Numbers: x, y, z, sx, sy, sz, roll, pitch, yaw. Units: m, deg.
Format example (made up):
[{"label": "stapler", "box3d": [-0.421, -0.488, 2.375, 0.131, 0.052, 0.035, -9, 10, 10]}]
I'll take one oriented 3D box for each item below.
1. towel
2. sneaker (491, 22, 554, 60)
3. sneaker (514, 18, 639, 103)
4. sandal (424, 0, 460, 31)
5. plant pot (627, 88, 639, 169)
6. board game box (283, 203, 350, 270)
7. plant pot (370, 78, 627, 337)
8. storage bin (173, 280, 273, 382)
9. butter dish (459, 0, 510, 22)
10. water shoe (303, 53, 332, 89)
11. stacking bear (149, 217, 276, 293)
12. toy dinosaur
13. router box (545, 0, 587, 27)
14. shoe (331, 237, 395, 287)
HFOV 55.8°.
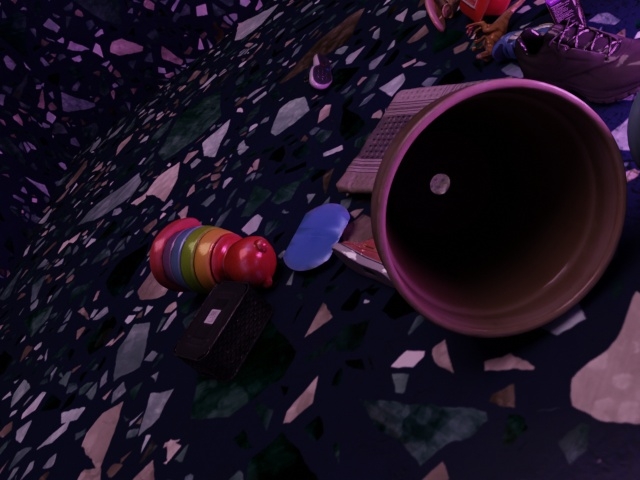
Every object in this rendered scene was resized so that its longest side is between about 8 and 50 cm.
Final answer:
[{"label": "towel", "box3d": [0.216, -0.206, 1.257, 0.324, 0.056, 0.312, 11, 62, 51]}, {"label": "sneaker", "box3d": [0.418, -0.402, 1.253, 0.144, 0.053, 0.059, -9, 46, 44]}, {"label": "sneaker", "box3d": [0.449, -0.315, 1.038, 0.109, 0.130, 0.286, -50, 33, -16]}, {"label": "sandal", "box3d": [0.334, -0.642, 1.609, 0.079, 0.088, 0.240, -31, 28, 30]}, {"label": "plant pot", "box3d": [0.481, -0.113, 0.647, 0.271, 0.272, 0.255, -36, 17, 11]}, {"label": "board game box", "box3d": [0.000, 0.000, 1.254, 0.133, 0.033, 0.169, 4, 59, 44]}, {"label": "plant pot", "box3d": [0.210, -0.065, 0.869, 0.323, 0.323, 0.280, -40, 15, 4]}, {"label": "storage bin", "box3d": [-0.192, 0.177, 1.201, 0.122, 0.084, 0.180, -1, 51, 48]}, {"label": "butter dish", "box3d": [0.421, -0.607, 1.451, 0.160, 0.118, 0.160, -105, 26, -54]}, {"label": "water shoe", "box3d": [-0.010, -0.500, 1.862, 0.080, 0.072, 0.203, -49, 19, 34]}, {"label": "stacking bear", "box3d": [-0.220, 0.043, 1.331, 0.288, 0.176, 0.164, 2, 10, 34]}, {"label": "toy dinosaur", "box3d": [0.402, -0.483, 1.381, 0.112, 0.064, 0.212, 22, 77, 37]}, {"label": "router box", "box3d": [0.478, -0.463, 1.182, 0.046, 0.133, 0.179, -20, 37, 31]}, {"label": "shoe", "box3d": [0.099, 0.021, 1.089, 0.081, 0.063, 0.178, -49, 37, -13]}]
